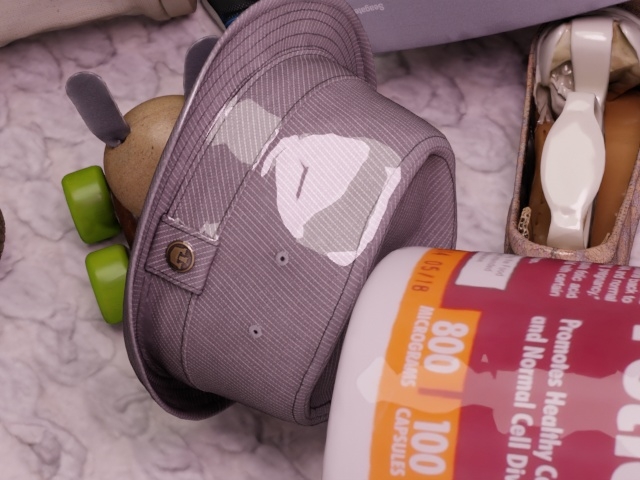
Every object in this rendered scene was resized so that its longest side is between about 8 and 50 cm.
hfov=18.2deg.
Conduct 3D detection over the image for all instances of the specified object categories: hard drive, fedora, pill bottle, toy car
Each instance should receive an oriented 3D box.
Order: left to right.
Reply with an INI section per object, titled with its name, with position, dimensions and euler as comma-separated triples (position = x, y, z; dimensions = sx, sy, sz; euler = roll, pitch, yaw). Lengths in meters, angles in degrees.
[toy car]
position = -0.099, -0.060, 1.302
dimensions = 0.155, 0.188, 0.149
euler = -19, 51, -3
[fedora]
position = 0.000, 0.000, 1.189
dimensions = 0.124, 0.243, 0.275
euler = 26, 100, 26
[hard drive]
position = 0.144, -0.184, 1.359
dimensions = 0.254, 0.054, 0.172
euler = -10, 13, 26
[pill bottle]
position = 0.215, 0.129, 1.061
dimensions = 0.392, 0.224, 0.224
euler = 5, 54, 17

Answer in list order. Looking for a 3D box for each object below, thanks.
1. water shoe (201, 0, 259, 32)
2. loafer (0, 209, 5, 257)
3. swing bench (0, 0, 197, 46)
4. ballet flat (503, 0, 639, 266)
[water shoe]
position = -0.037, -0.164, 1.441
dimensions = 0.073, 0.080, 0.203
euler = -34, 53, -14
[loafer]
position = -0.266, 0.029, 1.354
dimensions = 0.050, 0.056, 0.148
euler = 21, 59, 19
[swing bench]
position = -0.234, -0.240, 1.497
dimensions = 0.253, 0.165, 0.255
euler = -11, 56, 3
[ballet flat]
position = 0.179, -0.080, 1.310
dimensions = 0.107, 0.106, 0.316
euler = 1, 52, 13
